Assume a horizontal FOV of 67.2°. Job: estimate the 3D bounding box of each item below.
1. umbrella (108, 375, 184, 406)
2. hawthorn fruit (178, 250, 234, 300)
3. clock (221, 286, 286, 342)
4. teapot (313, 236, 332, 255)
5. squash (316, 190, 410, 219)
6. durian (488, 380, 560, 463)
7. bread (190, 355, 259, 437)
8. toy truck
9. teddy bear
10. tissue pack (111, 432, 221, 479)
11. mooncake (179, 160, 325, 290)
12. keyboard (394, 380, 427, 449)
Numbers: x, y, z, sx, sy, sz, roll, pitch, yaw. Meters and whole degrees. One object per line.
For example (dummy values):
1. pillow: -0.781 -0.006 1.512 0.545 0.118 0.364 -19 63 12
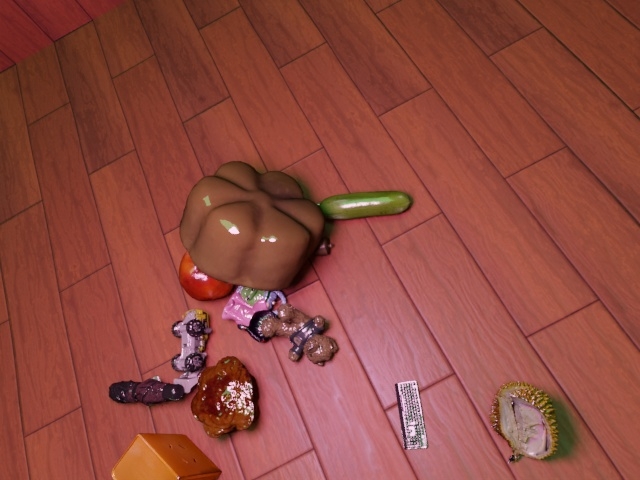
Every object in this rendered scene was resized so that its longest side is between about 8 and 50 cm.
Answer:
1. umbrella: -0.606 0.524 1.662 0.325 0.094 0.091 -9 92 29
2. hawthorn fruit: -0.407 0.104 1.706 0.211 0.299 0.212 0 72 0
3. clock: -0.223 0.241 1.703 0.195 0.100 0.194 30 78 16
4. teapot: 0.000 0.000 1.745 0.080 0.111 0.085 -9 31 15
5. squash: 0.138 -0.128 1.761 0.378 0.101 0.102 -3 67 15
6. durian: 0.578 0.505 1.359 0.193 0.137 0.238 20 116 30
7. bread: -0.313 0.514 1.589 0.231 0.135 0.247 -18 64 7
8. toy truck: -0.450 0.386 1.693 0.136 0.111 0.286 -14 70 44
9. teddy bear: -0.060 0.306 1.617 0.251 0.129 0.182 40 112 2
10. tissue pack: -0.466 0.707 1.471 0.194 0.274 0.145 35 80 26
11. mooncake: -0.229 -0.056 1.631 0.467 0.466 0.262 46 128 26
12. keyboard: 0.278 0.537 1.485 0.074 0.015 0.197 -10 65 11
